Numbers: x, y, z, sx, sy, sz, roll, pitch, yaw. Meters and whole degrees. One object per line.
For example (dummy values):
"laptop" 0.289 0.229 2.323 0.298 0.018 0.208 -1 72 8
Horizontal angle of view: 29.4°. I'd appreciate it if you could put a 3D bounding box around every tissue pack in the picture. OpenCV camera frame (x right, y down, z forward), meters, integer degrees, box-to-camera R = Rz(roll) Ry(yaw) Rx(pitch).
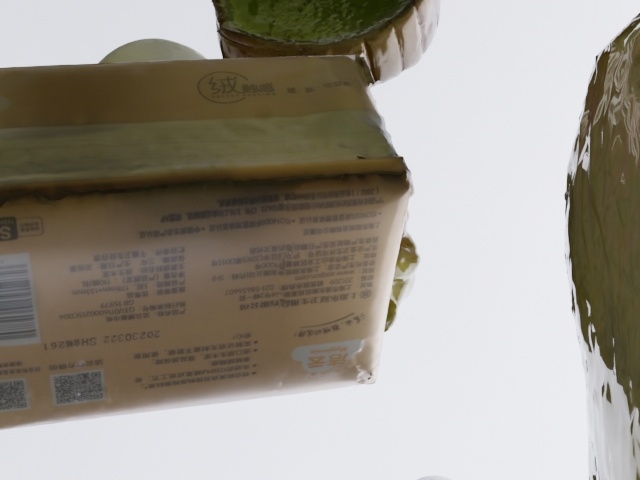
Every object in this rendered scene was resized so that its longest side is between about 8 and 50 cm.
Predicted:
"tissue pack" -0.120 -0.024 0.825 0.305 0.238 0.239 -5 -121 -12

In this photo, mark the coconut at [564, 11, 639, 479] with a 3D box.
"coconut" 0.289 -0.006 0.506 0.404 0.404 0.405 -13 -119 24

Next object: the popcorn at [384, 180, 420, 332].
"popcorn" -0.001 0.004 1.152 0.253 0.190 0.191 -5 -79 49

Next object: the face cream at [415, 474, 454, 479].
"face cream" 0.137 0.309 1.282 0.101 0.252 0.101 0 -96 -3

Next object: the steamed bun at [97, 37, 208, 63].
"steamed bun" -0.214 -0.118 1.407 0.146 0.164 0.242 -41 -150 48

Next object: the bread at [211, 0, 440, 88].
"bread" 0.005 -0.234 1.210 0.236 0.070 0.236 -6 -131 7
